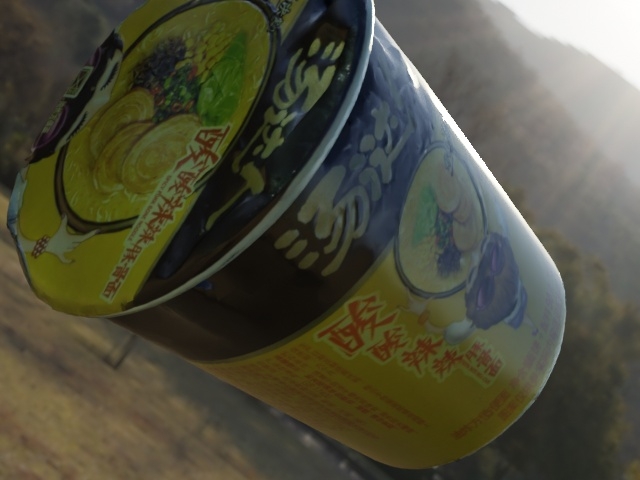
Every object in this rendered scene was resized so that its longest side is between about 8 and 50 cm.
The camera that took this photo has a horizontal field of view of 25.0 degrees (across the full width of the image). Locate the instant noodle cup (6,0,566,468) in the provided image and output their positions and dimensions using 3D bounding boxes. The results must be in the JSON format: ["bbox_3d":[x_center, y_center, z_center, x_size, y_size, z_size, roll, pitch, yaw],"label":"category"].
[{"bbox_3d":[0.000,0.000,0.717,0.236,0.215,0.215,42,-2,-37],"label":"instant noodle cup"}]
